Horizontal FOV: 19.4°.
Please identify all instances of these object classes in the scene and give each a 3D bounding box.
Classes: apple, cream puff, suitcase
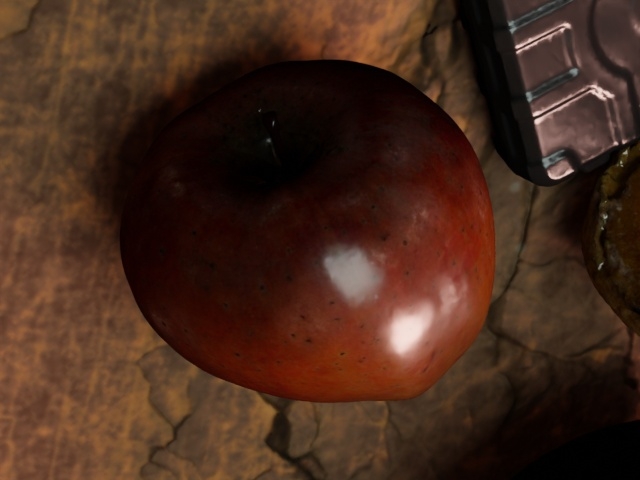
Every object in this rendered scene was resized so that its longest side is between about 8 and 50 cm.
[{"bbox_3d":[0.002,0.000,1.156,0.234,0.234,0.234,-12,120,-21],"label":"apple"},{"bbox_3d":[0.290,0.017,1.360,0.183,0.183,0.169,-41,149,-2],"label":"cream puff"},{"bbox_3d":[0.231,-0.178,1.265,0.285,0.066,0.206,-27,124,-12],"label":"suitcase"}]

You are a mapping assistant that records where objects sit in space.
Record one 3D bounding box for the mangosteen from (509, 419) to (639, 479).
[{"bbox_3d":[0.277,0.331,1.384,0.382,0.382,0.435,-47,134,3],"label":"mangosteen"}]
